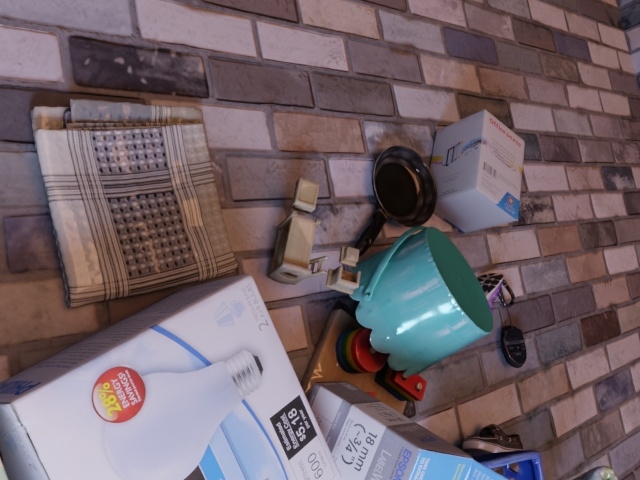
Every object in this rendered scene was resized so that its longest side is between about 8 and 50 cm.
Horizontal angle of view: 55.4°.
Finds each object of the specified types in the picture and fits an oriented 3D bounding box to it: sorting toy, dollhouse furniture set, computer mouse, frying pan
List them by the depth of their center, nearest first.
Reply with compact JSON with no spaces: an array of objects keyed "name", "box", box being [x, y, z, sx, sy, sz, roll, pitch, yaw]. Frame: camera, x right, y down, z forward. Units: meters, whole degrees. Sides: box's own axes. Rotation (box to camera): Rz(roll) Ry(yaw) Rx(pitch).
[{"name":"dollhouse furniture set","box":[0.000,0.000,1.185,0.161,0.101,0.182,18,67,-17]},{"name":"sorting toy","box":[0.093,0.306,1.213,0.255,0.089,0.257,40,56,-25]},{"name":"frying pan","box":[0.177,-0.068,1.404,0.197,0.053,0.326,29,65,-27]},{"name":"computer mouse","box":[0.493,0.217,1.619,0.071,0.041,0.242,1,73,-23]}]

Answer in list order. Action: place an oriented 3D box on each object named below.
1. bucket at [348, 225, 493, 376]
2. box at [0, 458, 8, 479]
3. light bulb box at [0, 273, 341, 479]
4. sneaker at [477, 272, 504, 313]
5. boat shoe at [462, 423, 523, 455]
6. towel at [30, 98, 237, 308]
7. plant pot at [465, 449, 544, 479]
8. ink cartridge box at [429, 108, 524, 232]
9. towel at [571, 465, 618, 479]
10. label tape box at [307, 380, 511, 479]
[{"name":"bucket","box":[0.206,0.116,1.230,0.281,0.183,0.281,44,27,-29]},{"name":"box","box":[-0.389,0.354,0.694,0.058,0.232,0.322,-23,95,-46]},{"name":"light bulb box","box":[-0.219,0.286,0.862,0.361,0.225,0.358,-30,98,-42]},{"name":"sneaker","box":[0.420,0.153,1.562,0.170,0.068,0.071,-52,128,-27]},{"name":"boat shoe","box":[0.414,0.477,1.453,0.228,0.080,0.076,22,59,-36]},{"name":"towel","box":[-0.293,-0.077,1.006,0.312,0.056,0.324,-11,85,-41]},{"name":"plant pot","box":[0.314,0.556,1.255,0.236,0.212,0.236,9,74,-39]},{"name":"ink cartridge box","box":[0.389,-0.170,1.534,0.171,0.168,0.233,29,62,-30]},{"name":"towel","box":[0.508,0.698,1.323,0.090,0.320,0.374,31,54,7]},{"name":"label tape box","box":[0.096,0.406,0.974,0.106,0.333,0.241,18,94,-52]}]
